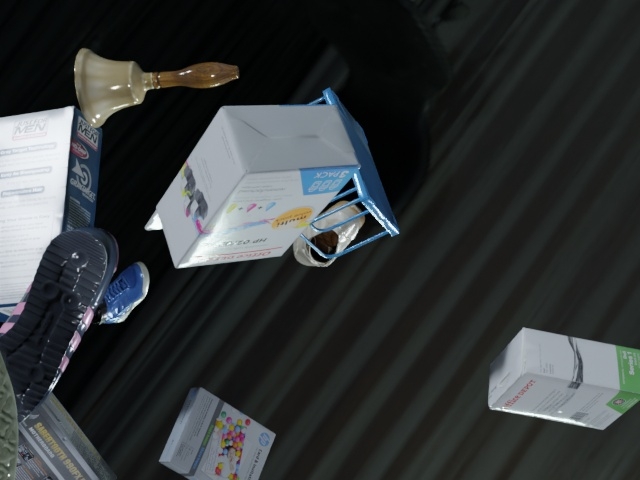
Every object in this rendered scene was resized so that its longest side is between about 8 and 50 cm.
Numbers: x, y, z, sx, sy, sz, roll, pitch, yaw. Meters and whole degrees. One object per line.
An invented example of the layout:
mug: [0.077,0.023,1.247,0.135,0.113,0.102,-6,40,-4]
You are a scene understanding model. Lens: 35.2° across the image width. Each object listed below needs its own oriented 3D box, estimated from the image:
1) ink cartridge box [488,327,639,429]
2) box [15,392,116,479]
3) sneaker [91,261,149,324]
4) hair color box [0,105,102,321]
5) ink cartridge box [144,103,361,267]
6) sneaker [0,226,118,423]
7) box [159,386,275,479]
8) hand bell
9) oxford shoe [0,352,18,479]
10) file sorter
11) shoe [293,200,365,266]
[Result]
ink cartridge box: [0.415,0.238,1.720,0.219,0.093,0.160,12,146,-9]
box: [-0.447,0.324,1.505,0.231,0.183,0.056,57,-173,-16]
sneaker: [-0.365,0.096,1.772,0.084,0.152,0.058,-6,-122,-44]
hair color box: [-0.483,-0.044,1.725,0.173,0.347,0.105,-5,160,17]
ink cartridge box: [-0.060,-0.032,0.804,0.181,0.104,0.062,-47,57,49]
sneaker: [-0.369,0.121,1.375,0.112,0.319,0.131,36,-171,-1]
box: [-0.181,0.369,1.796,0.186,0.145,0.038,39,149,-29]
hand bell: [-0.247,-0.251,1.577,0.242,0.126,0.126,-5,160,8]
oxford shoe: [-0.424,0.132,1.038,0.130,0.450,0.169,-13,178,34]
file sorter: [0.012,-0.081,1.289,0.118,0.104,0.170,43,-154,-59]
shoe: [0.000,0.000,1.649,0.076,0.058,0.219,36,150,-6]
